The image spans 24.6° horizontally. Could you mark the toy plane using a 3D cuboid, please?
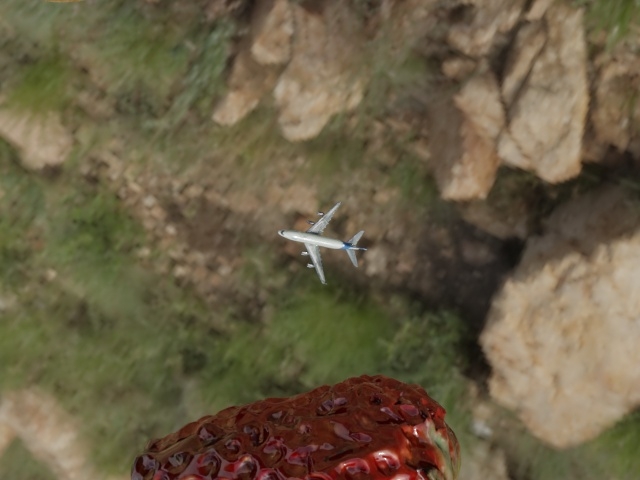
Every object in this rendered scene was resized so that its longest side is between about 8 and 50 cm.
[{"bbox_3d":[0.000,0.000,1.359,0.084,0.078,0.024,11,179,-11],"label":"toy plane"}]

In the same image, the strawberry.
[{"bbox_3d":[-0.021,0.186,1.098,0.244,0.205,0.205,9,137,10],"label":"strawberry"}]
